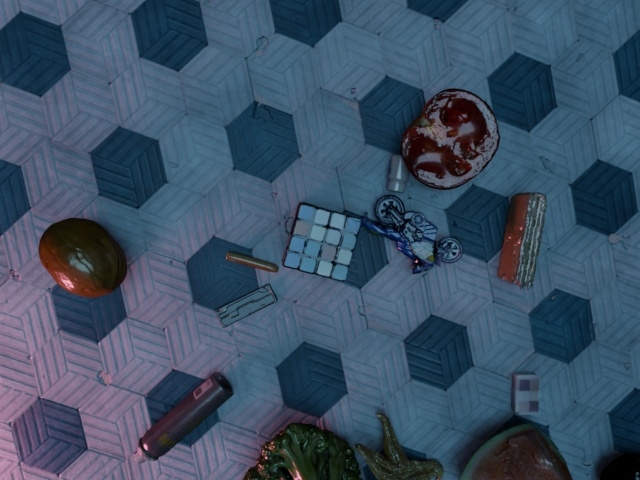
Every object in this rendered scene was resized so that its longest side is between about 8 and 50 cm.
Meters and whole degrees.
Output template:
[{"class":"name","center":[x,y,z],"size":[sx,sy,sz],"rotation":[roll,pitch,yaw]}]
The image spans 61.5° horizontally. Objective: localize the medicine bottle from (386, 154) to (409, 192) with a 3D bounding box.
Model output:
[{"class":"medicine bottle","center":[0.193,-0.164,1.330],"size":[0.052,0.052,0.089],"rotation":[10,93,-4]}]

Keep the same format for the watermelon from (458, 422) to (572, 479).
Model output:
[{"class":"watermelon","center":[0.553,0.601,1.337],"size":[0.292,0.319,0.222],"rotation":[50,54,-41]}]

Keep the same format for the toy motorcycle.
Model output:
[{"class":"toy motorcycle","center":[0.220,-0.005,1.326],"size":[0.255,0.092,0.135],"rotation":[36,100,4]}]

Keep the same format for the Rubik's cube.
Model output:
[{"class":"Rubik's cube","center":[0.000,0.000,1.277],"size":[0.151,0.155,0.154],"rotation":[15,93,-4]}]

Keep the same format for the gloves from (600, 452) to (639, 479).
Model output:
[{"class":"gloves","center":[0.828,0.609,1.404],"size":[0.181,0.106,0.129],"rotation":[5,95,-32]}]

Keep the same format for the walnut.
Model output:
[{"class":"walnut","center":[-0.545,0.040,1.240],"size":[0.167,0.167,0.207],"rotation":[-43,87,0]}]

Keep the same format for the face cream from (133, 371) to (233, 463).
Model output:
[{"class":"face cream","center":[-0.341,0.442,1.322],"size":[0.284,0.073,0.073],"rotation":[-41,95,0]}]

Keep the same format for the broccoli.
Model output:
[{"class":"broccoli","center":[-0.037,0.594,1.250],"size":[0.321,0.283,0.303],"rotation":[43,79,-23]}]

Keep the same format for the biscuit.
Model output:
[{"class":"biscuit","center":[0.499,-0.002,1.331],"size":[0.062,0.108,0.238],"rotation":[8,93,-2]}]

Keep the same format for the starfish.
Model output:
[{"class":"starfish","center":[0.175,0.586,1.320],"size":[0.299,0.060,0.302],"rotation":[-28,87,-40]}]

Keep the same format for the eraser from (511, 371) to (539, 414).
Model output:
[{"class":"eraser","center":[0.532,0.397,1.397],"size":[0.065,0.026,0.105],"rotation":[-1,93,-6]}]

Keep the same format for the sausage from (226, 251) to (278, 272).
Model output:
[{"class":"sausage","center":[-0.168,0.054,1.335],"size":[0.133,0.024,0.024],"rotation":[15,92,-4]}]

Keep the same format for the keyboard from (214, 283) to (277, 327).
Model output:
[{"class":"keyboard","center":[-0.186,0.164,1.347],"size":[0.155,0.010,0.053],"rotation":[-25,95,-2]}]

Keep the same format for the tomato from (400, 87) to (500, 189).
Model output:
[{"class":"tomato","center":[0.306,-0.235,1.290],"size":[0.200,0.139,0.233],"rotation":[42,100,0]}]
